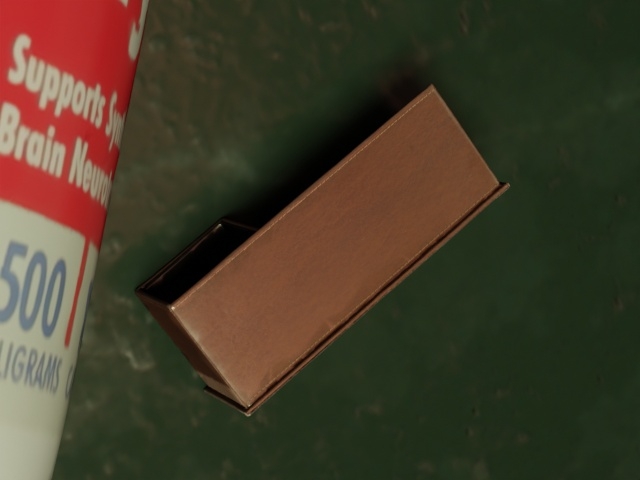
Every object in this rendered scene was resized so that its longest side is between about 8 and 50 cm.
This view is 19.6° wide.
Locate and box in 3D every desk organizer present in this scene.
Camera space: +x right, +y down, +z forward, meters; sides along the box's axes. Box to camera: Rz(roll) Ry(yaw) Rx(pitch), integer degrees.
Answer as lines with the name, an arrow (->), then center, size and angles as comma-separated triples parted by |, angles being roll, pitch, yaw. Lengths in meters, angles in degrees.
desk organizer -> 0.000, 0.000, 0.680 | 0.130, 0.047, 0.050 | -41, 109, -13

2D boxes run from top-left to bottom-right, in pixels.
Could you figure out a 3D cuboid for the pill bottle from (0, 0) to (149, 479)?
pill bottle -> -0.145, -0.138, 0.478 | 0.229, 0.229, 0.408 | 14, 82, -25
